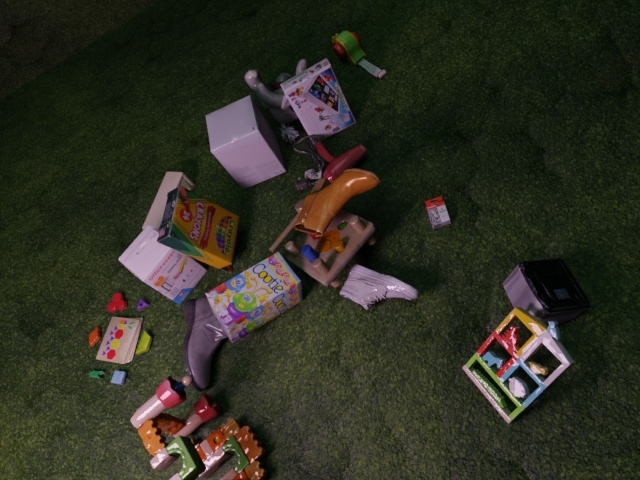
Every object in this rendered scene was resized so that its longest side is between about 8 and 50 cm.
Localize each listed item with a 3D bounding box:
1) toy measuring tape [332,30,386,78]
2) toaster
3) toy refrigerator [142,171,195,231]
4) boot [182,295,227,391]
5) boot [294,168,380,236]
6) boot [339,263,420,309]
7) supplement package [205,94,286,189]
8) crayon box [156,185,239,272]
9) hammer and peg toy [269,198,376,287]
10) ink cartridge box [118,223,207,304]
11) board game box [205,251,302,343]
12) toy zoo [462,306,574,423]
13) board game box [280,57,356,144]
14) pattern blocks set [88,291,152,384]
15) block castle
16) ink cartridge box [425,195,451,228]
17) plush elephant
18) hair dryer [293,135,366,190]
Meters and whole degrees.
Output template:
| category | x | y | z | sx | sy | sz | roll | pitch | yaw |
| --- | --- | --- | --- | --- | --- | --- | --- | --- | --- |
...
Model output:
| category | x | y | z | sx | sy | sz | roll | pitch | yaw |
| --- | --- | --- | --- | --- | --- | --- | --- | --- | --- |
| toy measuring tape | 0.147 | -0.785 | 2.235 | 0.121 | 0.121 | 0.330 | -41 | 55 | -3 |
| toaster | 0.617 | 0.145 | 1.487 | 0.185 | 0.110 | 0.168 | -4 | 53 | -23 |
| toy refrigerator | -0.612 | -0.140 | 2.196 | 0.094 | 0.102 | 0.270 | 4 | 64 | 25 |
| boot | -0.342 | 0.323 | 1.823 | 0.222 | 0.118 | 0.339 | -13 | 65 | 6 |
| boot | 0.049 | -0.112 | 1.721 | 0.295 | 0.104 | 0.211 | -3 | 56 | 48 |
| boot | 0.183 | 0.170 | 1.709 | 0.258 | 0.095 | 0.124 | 18 | 77 | 39 |
| supplement package | -0.288 | -0.375 | 2.094 | 0.199 | 0.263 | 0.198 | -21 | 57 | 10 |
| crayon box | -0.406 | -0.033 | 1.918 | 0.081 | 0.318 | 0.202 | -20 | 55 | 38 |
| hammer and peg toy | 0.000 | 0.000 | 1.836 | 0.266 | 0.127 | 0.361 | -50 | 36 | -9 |
| ink cartridge box | -0.572 | 0.090 | 1.969 | 0.168 | 0.233 | 0.171 | 31 | 77 | 33 |
| board game box | -0.212 | 0.186 | 1.767 | 0.275 | 0.142 | 0.144 | -30 | 60 | -18 |
| toy zoo | 0.523 | 0.313 | 1.413 | 0.192 | 0.030 | 0.293 | 52 | 125 | 35 |
| board game box | -0.001 | -0.514 | 2.028 | 0.192 | 0.305 | 0.053 | -28 | 53 | 6 |
| pattern blocks set | -0.746 | 0.367 | 2.012 | 0.285 | 0.026 | 0.325 | 11 | 67 | 27 |
| block castle | -0.303 | 0.613 | 1.524 | 0.212 | 0.303 | 0.453 | -41 | 56 | -4 |
| ink cartridge box | 0.390 | -0.100 | 1.801 | 0.062 | 0.029 | 0.115 | -18 | 58 | 13 |
| plush elephant | -0.097 | -0.586 | 2.130 | 0.255 | 0.271 | 0.330 | -29 | 76 | 37 |
| hair dryer | 0.029 | -0.310 | 2.015 | 0.293 | 0.080 | 0.224 | -4 | 78 | 17 |
